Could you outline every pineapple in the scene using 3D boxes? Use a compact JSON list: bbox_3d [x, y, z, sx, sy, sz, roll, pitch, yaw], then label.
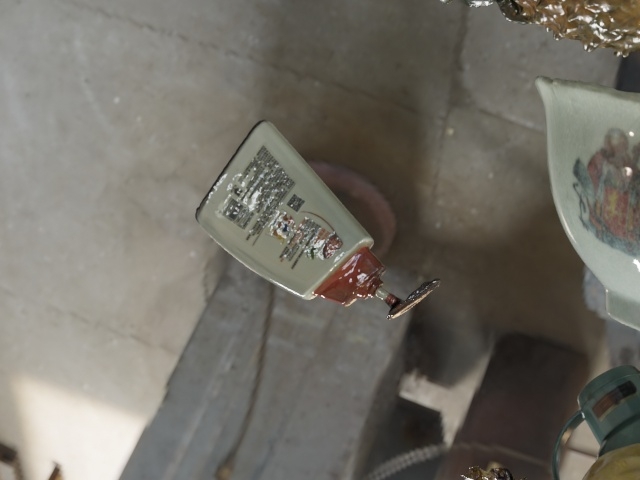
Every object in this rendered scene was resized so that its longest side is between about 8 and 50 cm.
[{"bbox_3d":[0.119,-0.176,0.841,0.251,0.125,0.125,23,155,51],"label":"pineapple"}]

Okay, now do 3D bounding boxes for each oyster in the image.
[{"bbox_3d":[0.185,0.298,1.597,0.086,0.029,0.132,7,134,1],"label":"oyster"}]

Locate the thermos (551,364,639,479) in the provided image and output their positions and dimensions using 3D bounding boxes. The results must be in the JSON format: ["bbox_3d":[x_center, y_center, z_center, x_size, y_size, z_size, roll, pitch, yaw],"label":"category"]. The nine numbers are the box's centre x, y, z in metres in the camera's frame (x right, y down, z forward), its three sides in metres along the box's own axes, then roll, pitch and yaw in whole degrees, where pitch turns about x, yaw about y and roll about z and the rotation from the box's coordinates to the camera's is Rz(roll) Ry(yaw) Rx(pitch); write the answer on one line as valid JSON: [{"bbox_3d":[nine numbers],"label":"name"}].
[{"bbox_3d":[0.365,0.276,1.526,0.182,0.286,0.145,-32,148,4],"label":"thermos"}]

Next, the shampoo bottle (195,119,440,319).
[{"bbox_3d":[0.000,0.000,1.636,0.284,0.153,0.071,37,-178,14],"label":"shampoo bottle"}]

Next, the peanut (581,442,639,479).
[{"bbox_3d":[0.281,0.222,1.143,0.159,0.109,0.140,3,131,-19],"label":"peanut"}]

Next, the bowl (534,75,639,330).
[{"bbox_3d":[0.374,0.003,1.281,0.435,0.196,0.435,18,-175,-2],"label":"bowl"}]
